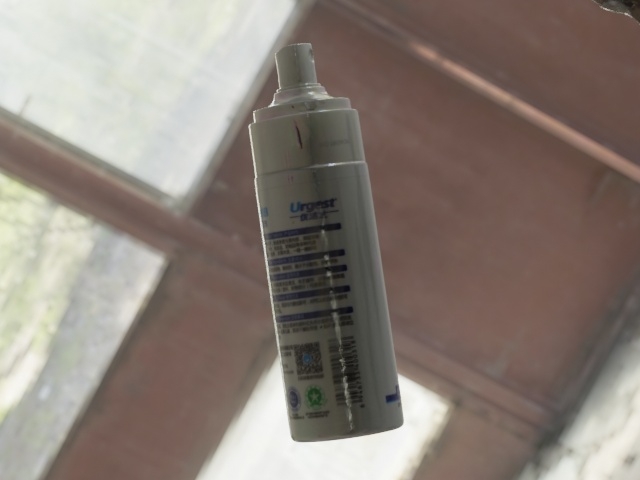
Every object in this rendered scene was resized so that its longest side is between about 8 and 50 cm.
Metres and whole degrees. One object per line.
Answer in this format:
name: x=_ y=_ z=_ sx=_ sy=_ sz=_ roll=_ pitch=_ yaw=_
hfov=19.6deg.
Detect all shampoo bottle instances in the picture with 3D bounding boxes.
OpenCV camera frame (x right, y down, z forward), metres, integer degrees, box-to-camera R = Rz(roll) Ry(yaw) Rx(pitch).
shampoo bottle: x=0.000 y=0.000 z=1.434 sx=0.092 sy=0.092 sz=0.303 roll=165 pitch=97 yaw=-76

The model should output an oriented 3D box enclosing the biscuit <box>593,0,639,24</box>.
biscuit: x=0.125 y=-0.132 z=0.451 sx=0.192 sy=0.049 sz=0.192 roll=-20 pitch=60 yaw=41
